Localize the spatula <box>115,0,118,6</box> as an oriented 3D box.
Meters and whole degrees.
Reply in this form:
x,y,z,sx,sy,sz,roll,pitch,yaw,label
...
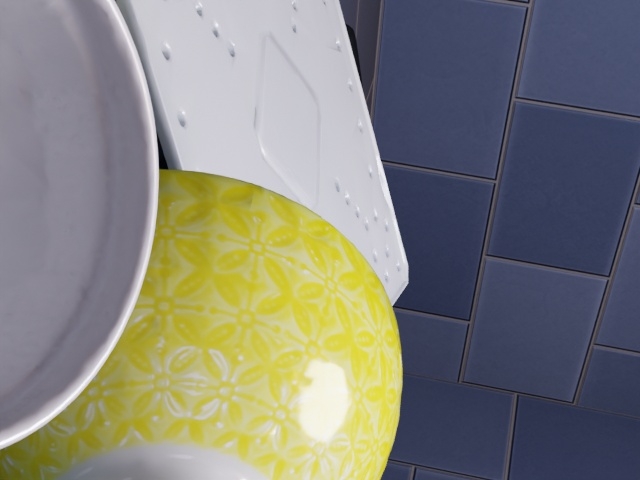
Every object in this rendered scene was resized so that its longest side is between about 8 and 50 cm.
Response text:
x,y,z,sx,sy,sz,roll,pitch,yaw,label
-0.148,-0.189,0.862,0.084,0.030,0.296,-62,161,-57,spatula

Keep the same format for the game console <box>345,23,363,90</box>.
x,y,z,sx,sy,sz,roll,pitch,yaw,label
0.000,0.000,1.156,0.386,0.060,0.342,-63,152,-59,game console

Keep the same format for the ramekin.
x,y,z,sx,sy,sz,roll,pitch,yaw,label
-0.166,-0.028,0.432,0.207,0.109,0.207,-3,94,-59,ramekin

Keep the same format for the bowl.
x,y,z,sx,sy,sz,roll,pitch,yaw,label
-0.086,0.122,0.636,0.156,0.289,0.289,-100,-168,-54,bowl

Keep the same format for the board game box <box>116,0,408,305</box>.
x,y,z,sx,sy,sz,roll,pitch,yaw,label
-0.044,-0.086,0.894,0.390,0.050,0.390,-44,120,-65,board game box
